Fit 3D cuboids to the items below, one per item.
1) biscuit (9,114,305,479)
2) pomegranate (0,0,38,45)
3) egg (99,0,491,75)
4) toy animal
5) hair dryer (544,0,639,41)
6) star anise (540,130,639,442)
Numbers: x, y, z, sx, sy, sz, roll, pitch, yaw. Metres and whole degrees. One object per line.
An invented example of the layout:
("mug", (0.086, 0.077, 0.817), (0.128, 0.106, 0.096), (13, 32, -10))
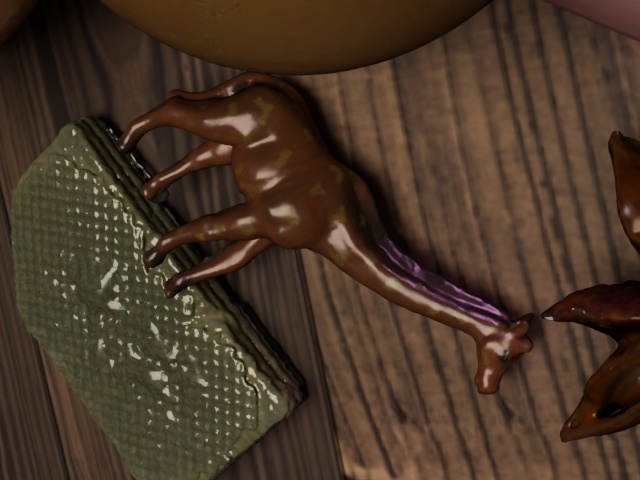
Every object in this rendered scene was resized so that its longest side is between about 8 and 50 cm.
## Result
("biscuit", (-0.133, 0.052, 0.891), (0.150, 0.052, 0.252), (-41, 81, 32))
("pomegranate", (-0.332, -0.241, 0.723), (0.411, 0.411, 0.411), (9, 108, 28))
("egg", (-0.015, -0.260, 0.580), (0.301, 0.301, 0.374), (-16, 77, 33))
("toy animal", (0.000, 0.000, 0.785), (0.230, 0.066, 0.224), (-13, 89, 16))
("hair dryer", (0.205, -0.125, 0.595), (0.210, 0.125, 0.352), (-50, 49, -6))
("star anise", (0.210, 0.033, 0.649), (0.212, 0.111, 0.196), (-17, 77, 58))
